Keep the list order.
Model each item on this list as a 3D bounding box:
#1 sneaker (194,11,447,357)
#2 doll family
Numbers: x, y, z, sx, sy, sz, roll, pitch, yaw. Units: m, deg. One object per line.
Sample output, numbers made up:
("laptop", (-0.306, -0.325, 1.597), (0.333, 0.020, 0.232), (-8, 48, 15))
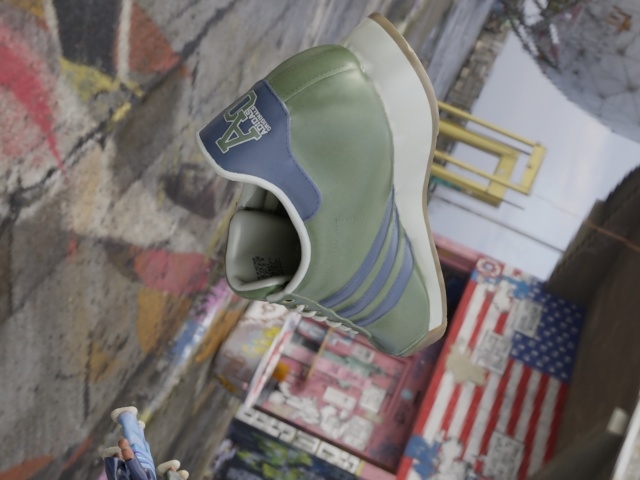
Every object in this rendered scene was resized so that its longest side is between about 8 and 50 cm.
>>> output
("sneaker", (0.000, 0.000, 0.378), (0.086, 0.064, 0.192), (-27, 145, -12))
("doll family", (-0.143, 0.232, 0.798), (0.193, 0.076, 0.111), (58, 6, -39))
